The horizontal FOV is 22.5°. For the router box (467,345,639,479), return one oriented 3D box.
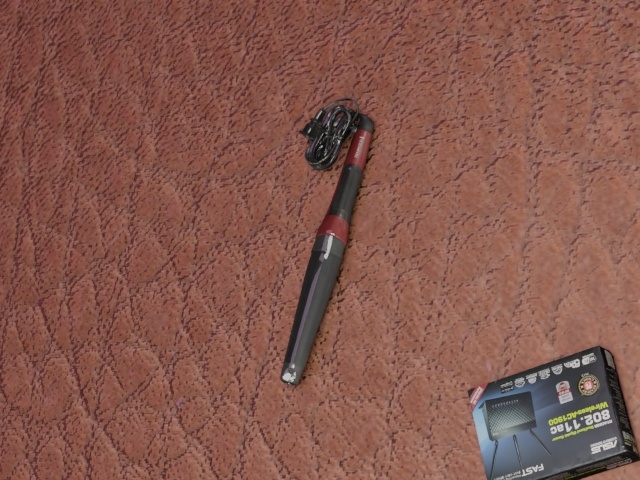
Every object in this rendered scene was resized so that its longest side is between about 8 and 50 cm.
[{"bbox_3d":[0.186,0.149,1.299,0.122,0.038,0.092,-22,62,22],"label":"router box"}]

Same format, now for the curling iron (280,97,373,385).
[{"bbox_3d":[0.000,0.000,1.469,0.068,0.035,0.274,-3,70,34],"label":"curling iron"}]
